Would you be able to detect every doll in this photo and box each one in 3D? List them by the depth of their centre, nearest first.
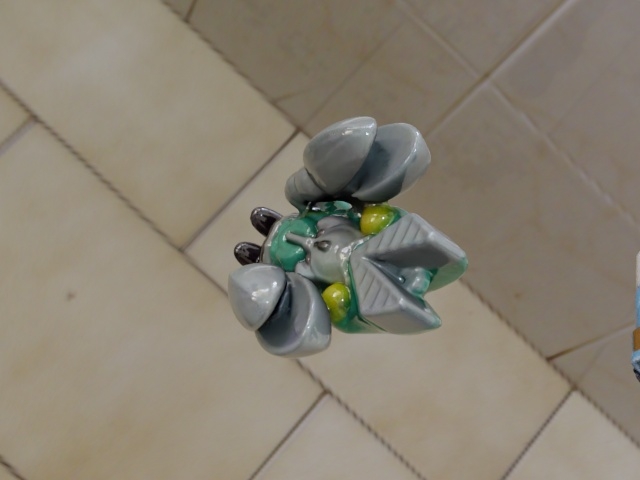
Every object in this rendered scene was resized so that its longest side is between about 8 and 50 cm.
[{"bbox_3d":[-0.004,0.019,1.032,0.153,0.258,0.195,26,56,-31],"label":"doll"}]

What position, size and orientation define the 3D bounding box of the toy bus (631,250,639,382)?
[{"bbox_3d":[0.331,0.112,0.874,0.297,0.106,0.131,39,37,-24],"label":"toy bus"}]
